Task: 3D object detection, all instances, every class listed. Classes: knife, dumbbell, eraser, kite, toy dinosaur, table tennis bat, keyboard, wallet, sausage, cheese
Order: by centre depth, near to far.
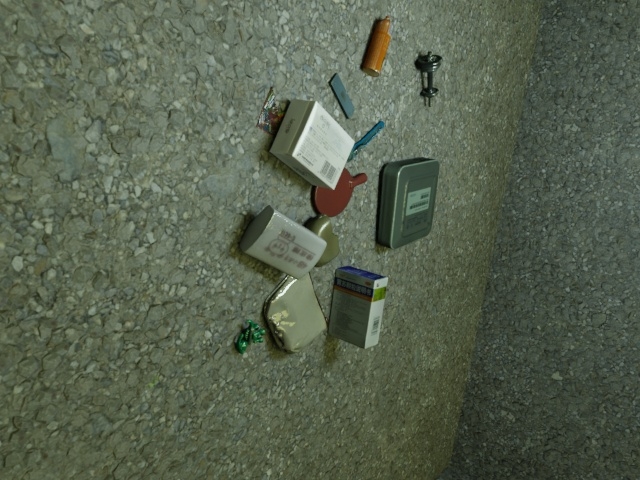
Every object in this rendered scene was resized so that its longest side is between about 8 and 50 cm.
[{"bbox_3d":[-0.149,-0.400,1.556,0.159,0.010,0.190,-40,131,-36],"label":"kite"},{"bbox_3d":[-0.123,0.013,1.621,0.270,0.095,0.174,32,100,-43],"label":"eraser"},{"bbox_3d":[-0.248,0.331,1.654,0.096,0.059,0.132,-15,122,-41],"label":"toy dinosaur"},{"bbox_3d":[0.083,-0.539,1.783,0.055,0.014,0.176,-58,139,-20],"label":"keyboard"},{"bbox_3d":[0.000,0.000,1.808,0.175,0.091,0.202,-29,123,-44],"label":"cheese"},{"bbox_3d":[-0.089,0.276,1.822,0.275,0.068,0.335,-41,125,-39],"label":"wallet"},{"bbox_3d":[0.229,-0.757,1.840,0.071,0.071,0.234,20,88,-51],"label":"sausage"},{"bbox_3d":[0.079,-0.205,1.873,0.310,0.038,0.200,-29,124,-41],"label":"table tennis bat"},{"bbox_3d":[0.179,-0.405,1.936,0.296,0.026,0.044,-47,122,-28],"label":"knife"},{"bbox_3d":[0.496,-0.726,2.154,0.110,0.110,0.254,-43,139,-33],"label":"dumbbell"}]

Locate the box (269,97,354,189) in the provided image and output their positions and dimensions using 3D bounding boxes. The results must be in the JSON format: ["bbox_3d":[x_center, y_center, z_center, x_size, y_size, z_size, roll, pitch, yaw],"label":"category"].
[{"bbox_3d":[-0.023,-0.327,1.643,0.274,0.116,0.203,31,80,-53],"label":"box"}]

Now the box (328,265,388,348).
[{"bbox_3d":[0.154,0.277,1.998,0.106,0.200,0.299,-4,105,-51],"label":"box"}]

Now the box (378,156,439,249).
[{"bbox_3d":[0.420,-0.179,2.234,0.396,0.111,0.396,-19,118,-46],"label":"box"}]
